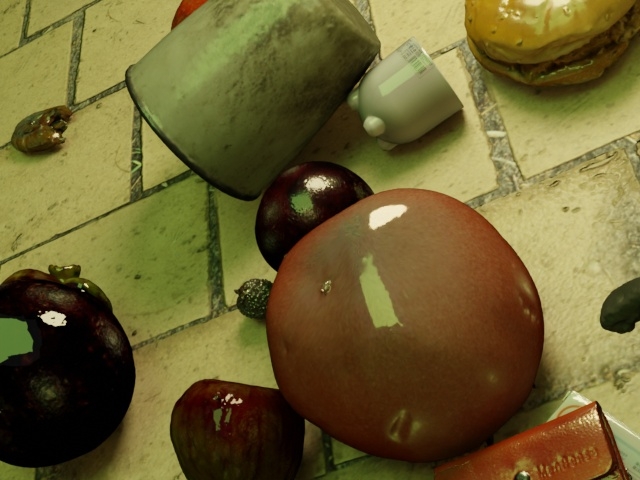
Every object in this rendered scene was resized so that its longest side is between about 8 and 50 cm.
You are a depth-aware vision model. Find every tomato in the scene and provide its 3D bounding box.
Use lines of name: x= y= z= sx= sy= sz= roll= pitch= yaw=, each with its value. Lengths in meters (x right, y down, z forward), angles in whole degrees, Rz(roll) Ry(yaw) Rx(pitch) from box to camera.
tomato: x=0.095 y=0.106 z=1.291 sx=0.342 sy=0.273 sz=0.341 roll=-18 pitch=49 yaw=22

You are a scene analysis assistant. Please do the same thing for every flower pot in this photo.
flower pot: x=-0.094 y=-0.275 z=1.656 sx=0.330 sy=0.294 sz=0.293 roll=-43 pitch=44 yaw=14

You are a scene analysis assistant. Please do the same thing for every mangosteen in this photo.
mangosteen: x=-0.418 y=0.195 z=1.592 sx=0.297 sy=0.313 sz=0.296 roll=0 pitch=93 yaw=10
mangosteen: x=0.000 y=0.000 z=1.501 sx=0.194 sy=0.194 sz=0.230 roll=-21 pitch=59 yaw=20

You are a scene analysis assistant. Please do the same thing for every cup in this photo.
cup: x=0.118 y=-0.231 z=1.628 sx=0.142 sy=0.134 sz=0.173 roll=-36 pitch=46 yaw=9

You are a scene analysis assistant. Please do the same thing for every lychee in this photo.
lychee: x=-0.093 y=0.086 z=1.580 sx=0.083 sy=0.068 sz=0.067 roll=22 pitch=52 yaw=26

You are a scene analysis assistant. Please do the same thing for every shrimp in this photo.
shrimp: x=-0.569 y=-0.237 z=2.159 sx=0.188 sy=0.051 sz=0.132 roll=10 pitch=64 yaw=42

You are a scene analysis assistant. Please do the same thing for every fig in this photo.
fig: x=-0.098 y=0.319 z=1.387 sx=0.191 sy=0.191 sz=0.290 roll=-13 pitch=93 yaw=26

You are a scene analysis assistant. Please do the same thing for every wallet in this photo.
wallet: x=0.228 y=0.271 z=1.127 sx=0.204 sy=0.045 sz=0.142 roll=-27 pitch=48 yaw=19

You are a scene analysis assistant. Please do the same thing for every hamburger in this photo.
hamburger: x=0.347 y=-0.369 z=1.560 sx=0.319 sy=0.158 sz=0.318 roll=-20 pitch=47 yaw=23

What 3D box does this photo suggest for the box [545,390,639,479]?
box: x=0.338 y=0.285 z=1.127 sx=0.135 sy=0.079 sz=0.269 roll=-50 pitch=45 yaw=-6

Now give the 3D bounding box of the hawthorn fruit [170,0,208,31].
hawthorn fruit: x=-0.177 y=-0.372 z=1.901 sx=0.205 sy=0.205 sz=0.253 roll=-35 pitch=35 yaw=7

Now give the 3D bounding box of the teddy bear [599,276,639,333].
teddy bear: x=0.405 y=0.097 z=1.130 sx=0.171 sy=0.251 sz=0.144 roll=-26 pitch=44 yaw=36
